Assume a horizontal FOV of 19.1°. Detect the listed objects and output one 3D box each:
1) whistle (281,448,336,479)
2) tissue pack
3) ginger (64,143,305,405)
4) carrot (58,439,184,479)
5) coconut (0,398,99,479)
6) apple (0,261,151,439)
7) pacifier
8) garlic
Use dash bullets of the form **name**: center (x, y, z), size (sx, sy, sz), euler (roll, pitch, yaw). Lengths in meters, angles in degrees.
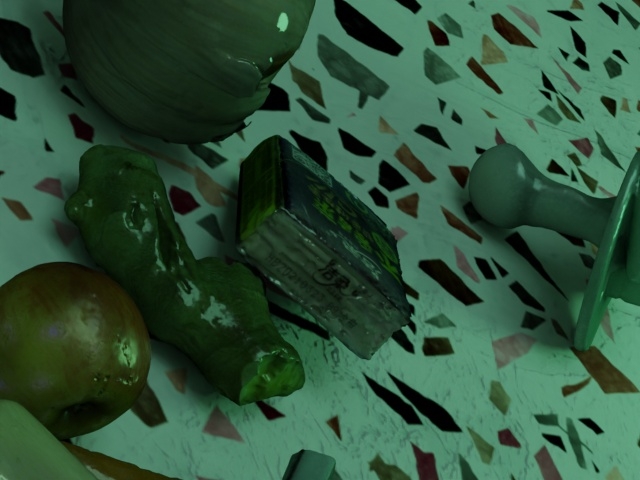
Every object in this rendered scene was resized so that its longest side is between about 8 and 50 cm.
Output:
- **whistle**: center (0.013, 0.295, 1.469), size (0.163, 0.163, 0.290), euler (38, 33, -8)
- **tissue pack**: center (0.000, 0.000, 1.814), size (0.173, 0.073, 0.235), euler (40, 15, -15)
- **ginger**: center (-0.122, 0.032, 1.692), size (0.290, 0.089, 0.137), euler (42, 50, 6)
- **carrot**: center (-0.178, 0.192, 1.459), size (0.205, 0.072, 0.072), euler (26, 36, -22)
- **coconut**: center (-0.206, 0.250, 1.212), size (0.244, 0.239, 0.239), euler (49, 32, 7)
- **apple**: center (-0.204, 0.083, 1.483), size (0.146, 0.146, 0.146), euler (29, 35, -23)
- **pacifier**: center (0.298, -0.045, 2.126), size (0.269, 0.288, 0.343), euler (19, 27, 10)
- **garlic**: center (-0.111, -0.256, 1.833), size (0.241, 0.322, 0.322), euler (39, 28, -40)
